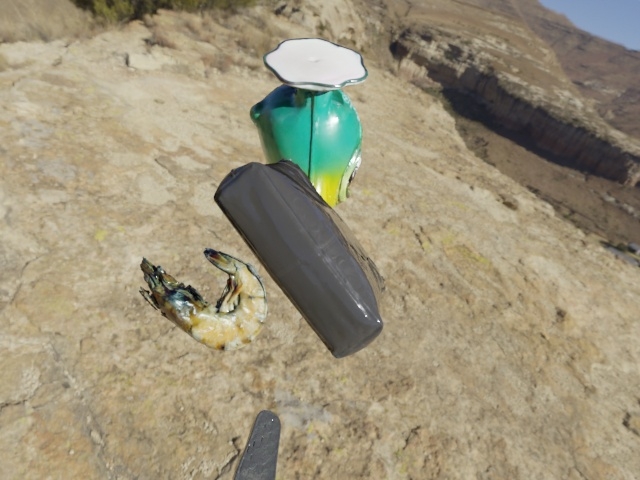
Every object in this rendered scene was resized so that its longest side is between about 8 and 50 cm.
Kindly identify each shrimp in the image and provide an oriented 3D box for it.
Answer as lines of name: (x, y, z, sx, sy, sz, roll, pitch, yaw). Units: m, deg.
shrimp: (-0.290, 0.118, 1.073, 0.365, 0.233, 0.071, 34, -2, 15)

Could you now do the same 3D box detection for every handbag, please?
handbag: (0.000, 0.000, 0.539, 0.246, 0.080, 0.223, 53, 17, -4)

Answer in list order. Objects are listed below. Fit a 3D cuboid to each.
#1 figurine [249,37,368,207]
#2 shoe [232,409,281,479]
figurine: (-0.025, -0.202, 0.872, 0.232, 0.339, 0.323, 0, 45, -6)
shoe: (-0.114, 0.390, 0.760, 0.071, 0.049, 0.179, 29, 31, -10)
